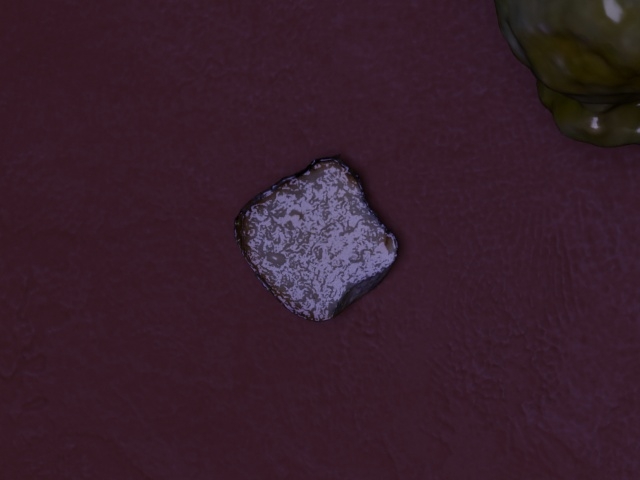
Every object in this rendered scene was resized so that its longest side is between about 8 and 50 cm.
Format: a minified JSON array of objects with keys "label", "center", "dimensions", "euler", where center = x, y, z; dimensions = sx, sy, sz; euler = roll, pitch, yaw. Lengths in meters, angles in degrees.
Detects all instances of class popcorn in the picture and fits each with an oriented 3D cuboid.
[{"label":"popcorn","center":[0.275,-0.212,1.264],"dimensions":[0.312,0.312,0.312],"euler":[2,96,16]}]

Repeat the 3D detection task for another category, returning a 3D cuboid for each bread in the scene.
[{"label":"bread","center":[0.000,0.000,1.486],"dimensions":[0.126,0.044,0.129],"euler":[-36,82,9]}]
